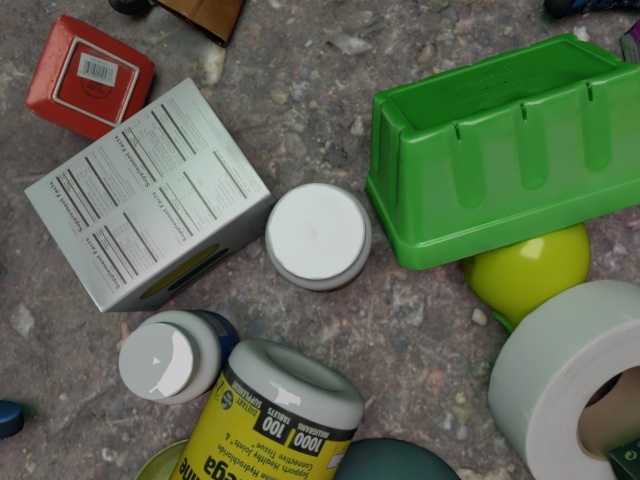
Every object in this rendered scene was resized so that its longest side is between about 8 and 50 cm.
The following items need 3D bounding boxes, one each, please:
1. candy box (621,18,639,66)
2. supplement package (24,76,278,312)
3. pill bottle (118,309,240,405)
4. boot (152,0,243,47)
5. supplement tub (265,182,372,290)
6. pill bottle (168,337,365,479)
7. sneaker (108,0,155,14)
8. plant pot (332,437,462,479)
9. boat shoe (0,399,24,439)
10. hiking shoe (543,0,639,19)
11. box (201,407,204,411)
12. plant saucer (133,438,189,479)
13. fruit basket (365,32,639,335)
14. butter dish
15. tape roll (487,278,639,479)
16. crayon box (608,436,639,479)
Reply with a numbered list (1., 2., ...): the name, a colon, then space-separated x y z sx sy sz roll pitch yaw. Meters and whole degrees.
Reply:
1. candy box: 0.602 -0.267 0.845 0.233 0.071 0.159 -7 83 3
2. supplement package: -0.217 -0.050 0.800 0.263 0.199 0.198 -35 83 -1
3. pill bottle: -0.190 0.157 0.762 0.124 0.221 0.124 0 83 4
4. boot: -0.200 -0.494 0.871 0.264 0.096 0.280 32 86 -37
5. supplement tub: 0.000 0.000 0.782 0.144 0.199 0.144 0 83 4
6. pill bottle: -0.093 0.311 0.708 0.188 0.188 0.334 26 91 6
7. sneaker: -0.301 -0.485 0.926 0.132 0.086 0.228 35 76 11
8. plant pot: 0.087 0.430 0.727 0.290 0.195 0.290 0 83 4
9. boat shoe: -0.557 0.297 0.840 0.258 0.109 0.089 -8 90 19
10. hiking shoe: 0.499 -0.403 0.847 0.304 0.113 0.132 -25 82 0
11. box: -0.124 0.256 0.831 0.083 0.052 0.062 40 87 7
12. plant saucer: -0.170 0.413 0.823 0.241 0.037 0.241 -1 82 4
13. fruit basket: 0.267 -0.051 0.783 0.392 0.283 0.392 -5 125 -7
14. butter dish: -0.371 -0.245 0.882 0.160 0.118 0.160 21 85 -37
15. tape roll: 0.371 0.196 0.720 0.286 0.100 0.286 -5 112 -11
16. crayon box: 0.521 0.362 0.702 0.203 0.083 0.323 -28 109 -1
